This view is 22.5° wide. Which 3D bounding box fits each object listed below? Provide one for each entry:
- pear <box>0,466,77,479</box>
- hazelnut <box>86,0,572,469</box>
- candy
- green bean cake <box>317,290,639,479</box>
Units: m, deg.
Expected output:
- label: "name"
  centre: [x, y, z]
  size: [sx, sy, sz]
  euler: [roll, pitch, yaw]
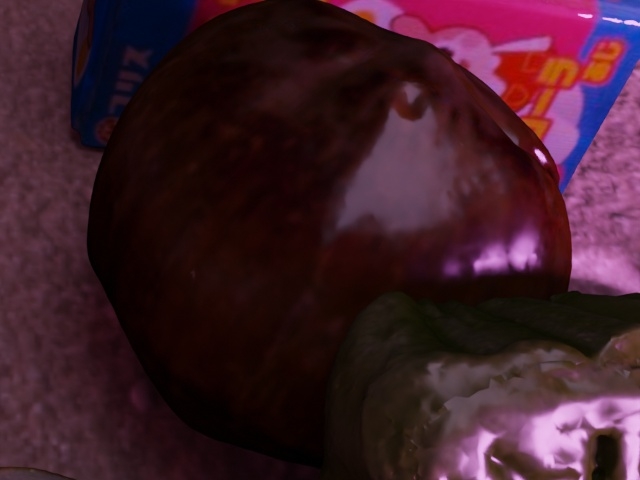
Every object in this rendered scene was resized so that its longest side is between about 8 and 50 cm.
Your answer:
- label: "pear"
  centre: [-0.110, 0.167, 0.632]
  size: [0.141, 0.104, 0.141]
  euler: [24, 20, -9]
- label: "hazelnut"
  centre: [0.000, 0.000, 0.765]
  size: [0.234, 0.218, 0.218]
  euler: [31, 44, 4]
- label: "candy"
  centre: [0.020, -0.120, 0.921]
  size: [0.305, 0.157, 0.100]
  euler: [6, 46, -18]
- label: "green bean cake"
  centre: [0.100, 0.139, 0.655]
  size: [0.222, 0.125, 0.248]
  euler: [-6, 94, -25]
